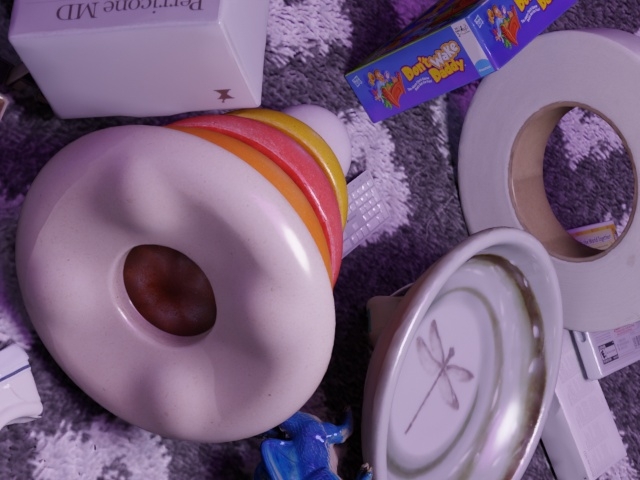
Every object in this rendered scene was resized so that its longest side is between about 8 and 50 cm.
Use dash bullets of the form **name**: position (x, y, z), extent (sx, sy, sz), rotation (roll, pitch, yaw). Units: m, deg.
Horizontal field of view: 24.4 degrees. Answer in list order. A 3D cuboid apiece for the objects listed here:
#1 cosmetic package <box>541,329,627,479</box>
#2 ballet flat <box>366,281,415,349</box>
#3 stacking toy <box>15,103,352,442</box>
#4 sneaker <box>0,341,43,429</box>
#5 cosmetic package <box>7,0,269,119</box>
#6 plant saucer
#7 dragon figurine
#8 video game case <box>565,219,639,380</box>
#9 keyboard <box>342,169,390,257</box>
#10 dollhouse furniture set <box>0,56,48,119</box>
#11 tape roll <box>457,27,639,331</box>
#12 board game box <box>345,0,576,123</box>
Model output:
- **cosmetic package**: position (0.328, 0.206, 2.018), extent (0.099, 0.060, 0.239), rotation (-23, 93, -46)
- **ballet flat**: position (0.155, 0.086, 1.903), extent (0.248, 0.086, 0.086), rotation (-7, 82, -41)
- **stacking toy**: position (-0.075, -0.037, 1.631), extent (0.351, 0.350, 0.480), rotation (57, 34, -12)
- **sneaker**: position (-0.365, 0.187, 1.413), extent (0.258, 0.094, 0.091), rotation (-31, 93, -42)
- **cosmetic package**: position (-0.173, -0.365, 1.601), extent (0.161, 0.230, 0.453), rotation (67, 23, -60)
- **plant saucer**: position (0.151, 0.171, 1.776), extent (0.400, 0.100, 0.401), rotation (-23, 120, -47)
- **dragon figurine**: position (-0.025, 0.260, 1.618), extent (0.144, 0.085, 0.289), rotation (-5, 54, -16)
- **video game case**: position (0.397, 0.080, 2.097), extent (0.227, 0.026, 0.206), rotation (-10, 81, -58)
- **keyboard**: position (0.000, 0.000, 1.835), extent (0.256, 0.014, 0.072), rotation (-39, 102, -40)
- **dollhouse furniture set**: position (-0.317, -0.147, 1.564), extent (0.091, 0.081, 0.114), rotation (33, 58, -29)
- **tape roll**: position (0.340, -0.076, 1.897), extent (0.072, 0.392, 0.392), rotation (-12, 85, -42)
- **board game box**: position (0.221, -0.298, 1.966), extent (0.347, 0.233, 0.078), rotation (-42, 105, -40)
